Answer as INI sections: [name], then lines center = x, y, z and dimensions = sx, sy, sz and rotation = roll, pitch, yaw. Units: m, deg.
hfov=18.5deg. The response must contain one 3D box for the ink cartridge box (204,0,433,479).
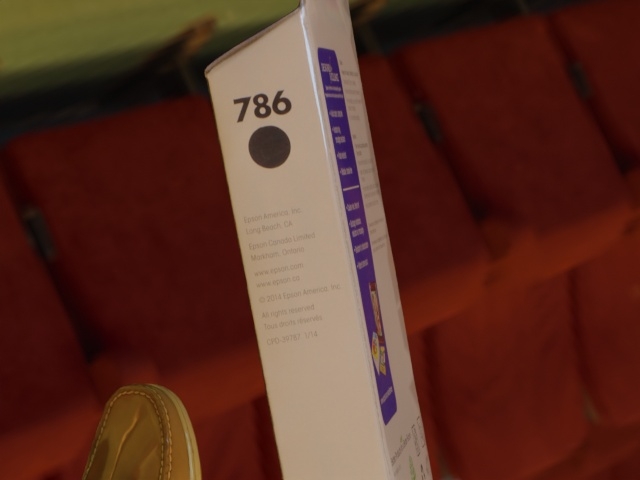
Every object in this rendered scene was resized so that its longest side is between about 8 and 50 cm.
[ink cartridge box]
center = 0.000, 0.000, 1.056
dimensions = 0.065, 0.332, 0.165
rotation = -9, -179, 10

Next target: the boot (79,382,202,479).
[boot]
center = -0.151, 0.173, 1.172
dimensions = 0.077, 0.213, 0.165
rotation = -1, 161, 31
